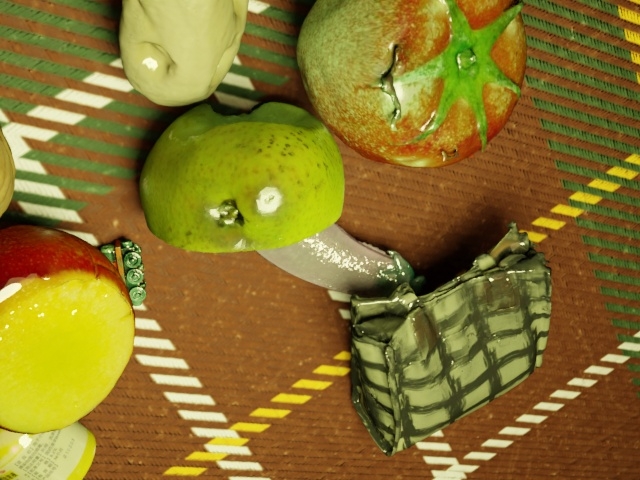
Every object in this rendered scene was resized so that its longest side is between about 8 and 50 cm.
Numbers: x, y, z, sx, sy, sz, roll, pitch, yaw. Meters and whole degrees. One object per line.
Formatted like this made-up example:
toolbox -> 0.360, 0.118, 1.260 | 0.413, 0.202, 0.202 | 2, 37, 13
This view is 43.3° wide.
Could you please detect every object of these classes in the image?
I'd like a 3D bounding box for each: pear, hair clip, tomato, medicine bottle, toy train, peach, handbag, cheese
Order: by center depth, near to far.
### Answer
cheese -> -0.132, -0.362, 0.981 | 0.130, 0.351, 0.328 | 19, 62, -1
peach -> -0.373, 0.097, 1.003 | 0.274, 0.245, 0.248 | 87, 23, -54
pear -> -0.098, -0.085, 1.029 | 0.292, 0.292, 0.159 | -9, 109, -19
tomato -> 0.115, -0.242, 1.070 | 0.303, 0.239, 0.303 | -10, 108, -34
medicine bottle -> -0.428, 0.266, 1.119 | 0.122, 0.122, 0.212 | -45, 119, -1
toy train -> -0.282, 0.047, 1.142 | 0.064, 0.044, 0.103 | -6, 112, -9
hair clip -> -0.001, 0.002, 1.222 | 0.359, 0.095, 0.110 | 30, 135, -25
handbag -> 0.203, 0.155, 1.260 | 0.325, 0.162, 0.327 | -27, 143, -13

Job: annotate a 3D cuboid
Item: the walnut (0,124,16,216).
walnut -> -0.467, -0.087, 0.910 | 0.228, 0.228, 0.228 | -8, 112, -20
